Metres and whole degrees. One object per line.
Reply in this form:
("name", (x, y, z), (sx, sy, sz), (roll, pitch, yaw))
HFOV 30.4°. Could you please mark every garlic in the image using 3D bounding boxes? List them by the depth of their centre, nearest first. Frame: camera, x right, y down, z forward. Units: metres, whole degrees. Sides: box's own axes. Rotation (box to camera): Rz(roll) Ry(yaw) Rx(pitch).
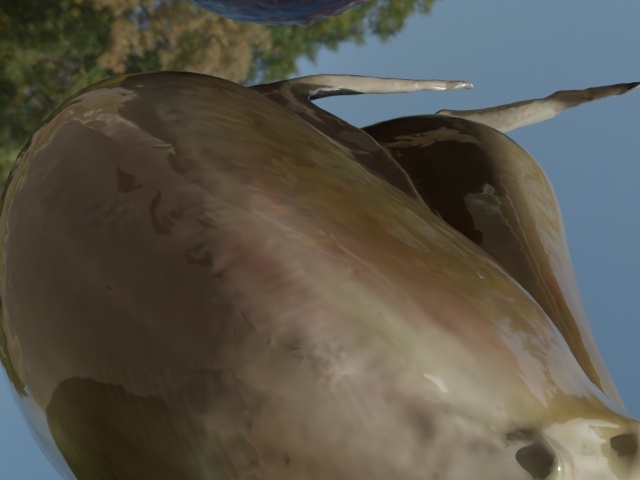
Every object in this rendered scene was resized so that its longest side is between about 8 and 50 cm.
("garlic", (0.000, 0.000, 0.475), (0.246, 0.231, 0.340), (-22, -148, 24))

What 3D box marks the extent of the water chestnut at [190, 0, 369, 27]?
("water chestnut", (-0.013, -0.323, 0.995), (0.350, 0.302, 0.350), (-16, -129, 21))
